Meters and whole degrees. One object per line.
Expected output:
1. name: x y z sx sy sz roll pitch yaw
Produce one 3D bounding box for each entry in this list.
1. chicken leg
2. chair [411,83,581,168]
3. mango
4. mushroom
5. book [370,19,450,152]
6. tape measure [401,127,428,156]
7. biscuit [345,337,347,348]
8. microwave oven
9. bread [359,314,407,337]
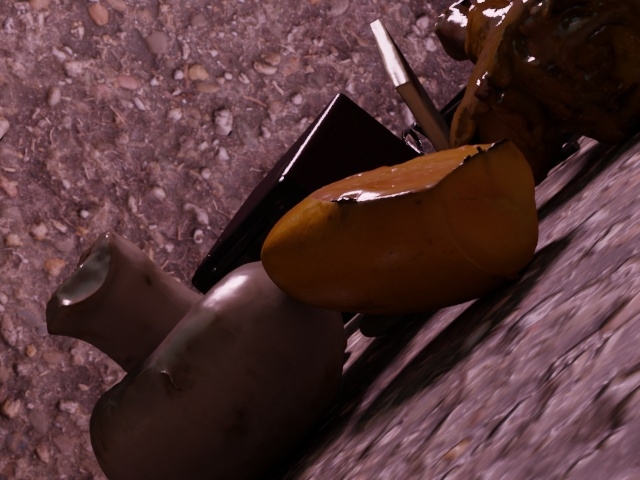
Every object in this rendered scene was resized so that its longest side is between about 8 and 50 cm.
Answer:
1. chicken leg: 0.207 -0.176 1.660 0.295 0.182 0.409 -60 28 -1
2. chair: 0.218 -0.132 1.940 0.260 0.154 0.141 -39 3 45
3. mango: 0.061 0.003 1.396 0.187 0.138 0.257 -11 -4 -42
4. mushroom: -0.129 0.107 1.551 0.297 0.290 0.297 -43 4 4
5. book: 0.131 -0.129 1.763 0.022 0.232 0.162 -31 33 9
6. tape measure: 0.197 -0.126 2.181 0.107 0.180 0.104 -44 -15 1
7. biscuit: -0.079 0.222 1.932 0.305 0.038 0.305 -42 0 0
8. microwave oven: -0.001 -0.002 1.724 0.247 0.178 0.188 -46 11 47
9. bread: 0.110 0.025 1.761 0.193 0.036 0.112 -67 16 -9
